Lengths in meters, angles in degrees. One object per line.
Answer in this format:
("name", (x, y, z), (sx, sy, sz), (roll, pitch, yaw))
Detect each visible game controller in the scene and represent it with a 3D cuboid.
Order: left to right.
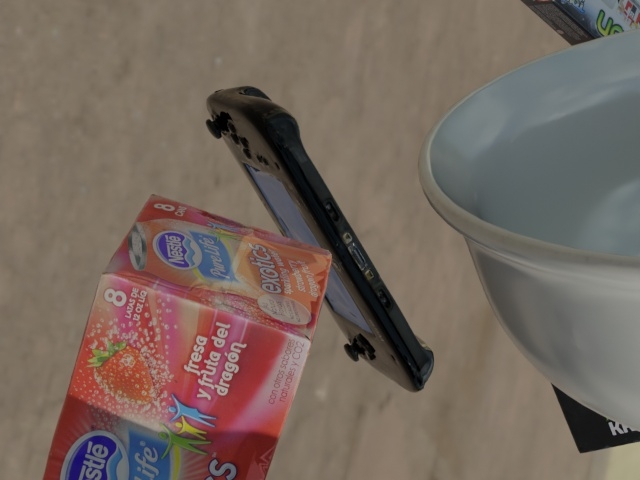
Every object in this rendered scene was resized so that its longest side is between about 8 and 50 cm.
("game controller", (0.000, 0.000, 1.457), (0.319, 0.067, 0.166), (58, -3, -21))

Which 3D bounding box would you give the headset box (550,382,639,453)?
("headset box", (0.296, 0.011, 1.375), (0.131, 0.246, 0.283), (-66, 137, -60))

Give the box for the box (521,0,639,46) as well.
("box", (0.262, -0.212, 1.416), (0.207, 0.036, 0.114), (35, 71, -34))

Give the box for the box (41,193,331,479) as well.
("box", (-0.105, 0.141, 1.111), (0.154, 0.142, 0.300), (-72, -179, -67))

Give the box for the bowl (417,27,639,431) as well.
("bowl", (0.194, 0.007, 0.644), (0.298, 0.298, 0.134), (-52, 137, -59))
